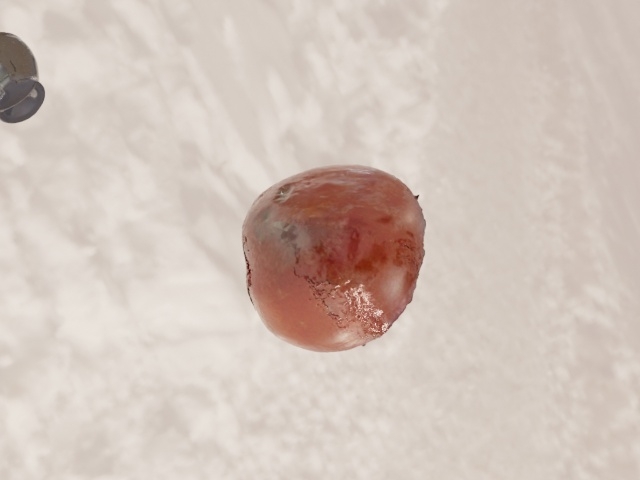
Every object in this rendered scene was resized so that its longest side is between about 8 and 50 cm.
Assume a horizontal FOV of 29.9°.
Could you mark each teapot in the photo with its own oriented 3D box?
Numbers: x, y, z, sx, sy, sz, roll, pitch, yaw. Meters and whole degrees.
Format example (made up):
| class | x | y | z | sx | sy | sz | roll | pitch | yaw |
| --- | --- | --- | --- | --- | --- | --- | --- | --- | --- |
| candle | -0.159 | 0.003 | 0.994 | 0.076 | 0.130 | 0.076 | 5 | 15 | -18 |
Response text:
| class | x | y | z | sx | sy | sz | roll | pitch | yaw |
| --- | --- | --- | --- | --- | --- | --- | --- | --- | --- |
| teapot | -0.248 | -0.128 | 0.928 | 0.057 | 0.066 | 0.088 | 45 | -10 | 27 |

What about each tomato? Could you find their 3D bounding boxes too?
| class | x | y | z | sx | sy | sz | roll | pitch | yaw |
| --- | --- | --- | --- | --- | --- | --- | --- | --- | --- |
| tomato | 0.000 | 0.000 | 1.075 | 0.099 | 0.173 | 0.189 | 35 | 52 | -50 |
